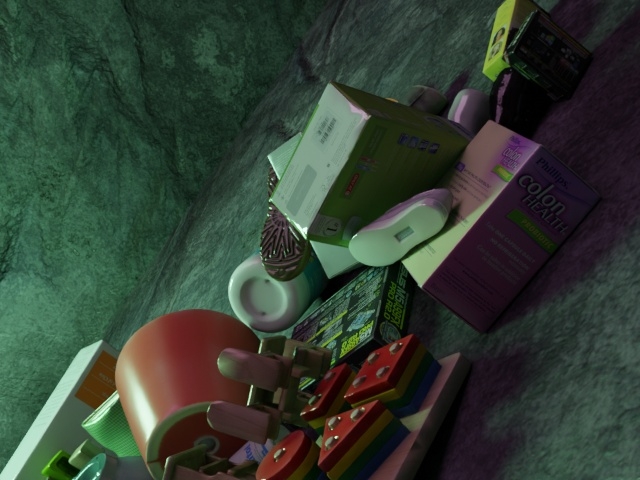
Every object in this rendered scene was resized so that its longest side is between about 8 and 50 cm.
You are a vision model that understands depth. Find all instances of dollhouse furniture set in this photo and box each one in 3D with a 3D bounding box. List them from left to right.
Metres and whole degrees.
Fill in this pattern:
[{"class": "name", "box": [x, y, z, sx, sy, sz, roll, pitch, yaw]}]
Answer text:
[{"class": "dollhouse furniture set", "box": [-0.408, 0.456, 2.022, 0.301, 0.198, 0.151, -43, 18, 32]}, {"class": "dollhouse furniture set", "box": [-0.112, 0.252, 1.499, 0.212, 0.161, 0.242, 3, -80, -70]}]

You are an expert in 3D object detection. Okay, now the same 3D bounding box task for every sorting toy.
[{"class": "sorting toy", "box": [0.038, 0.250, 1.345, 0.257, 0.089, 0.255, -30, 17, 47]}]

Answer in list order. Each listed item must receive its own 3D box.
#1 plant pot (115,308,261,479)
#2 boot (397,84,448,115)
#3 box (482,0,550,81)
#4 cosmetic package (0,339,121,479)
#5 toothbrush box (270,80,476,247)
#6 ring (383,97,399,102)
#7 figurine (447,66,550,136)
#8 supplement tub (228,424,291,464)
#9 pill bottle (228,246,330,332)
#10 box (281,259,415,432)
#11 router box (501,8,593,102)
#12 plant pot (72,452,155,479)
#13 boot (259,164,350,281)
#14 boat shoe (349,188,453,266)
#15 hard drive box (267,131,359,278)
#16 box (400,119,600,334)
[{"class": "plant pot", "box": [-0.209, 0.288, 1.767, 0.275, 0.275, 0.243, -49, 25, 12]}, {"class": "boot", "box": [0.181, -0.218, 2.060, 0.208, 0.076, 0.190, -36, 45, -22]}, {"class": "box", "box": [0.354, -0.356, 1.851, 0.058, 0.087, 0.232, -41, 21, 41]}, {"class": "cosmetic package", "box": [-0.532, 0.473, 2.271, 0.161, 0.230, 0.453, -24, 33, 57]}, {"class": "toothbrush box", "box": [0.100, -0.094, 1.548, 0.122, 0.283, 0.206, 48, 118, 45]}, {"class": "ring", "box": [0.068, -0.165, 2.227, 0.337, 0.032, 0.336, -36, 33, 28]}, {"class": "figurine", "box": [0.261, -0.163, 1.712, 0.209, 0.092, 0.215, -63, 18, -19]}, {"class": "supplement tub", "box": [-0.092, 0.344, 1.626, 0.107, 0.071, 0.071, -45, 18, 24]}, {"class": "pill bottle", "box": [-0.062, 0.062, 1.940, 0.146, 0.146, 0.264, -45, 1, 25]}, {"class": "box", "box": [0.036, 0.164, 1.674, 0.270, 0.060, 0.216, -41, 20, 35]}, {"class": "router box", "box": [0.359, -0.292, 1.633, 0.092, 0.122, 0.038, -57, 13, -17]}, {"class": "plant pot", "box": [-0.349, 0.492, 1.792, 0.293, 0.196, 0.293, -46, 18, 19]}, {"class": "boot", "box": [0.000, 0.000, 1.838, 0.089, 0.269, 0.236, -6, 65, 26]}, {"class": "boat shoe", "box": [0.113, -0.022, 1.438, 0.184, 0.066, 0.063, -39, 7, 46]}, {"class": "hard drive box", "box": [0.042, -0.073, 1.730, 0.089, 0.232, 0.181, -31, -7, 37]}, {"class": "box", "box": [0.232, -0.025, 1.435, 0.243, 0.117, 0.213, -52, 16, 6]}]
